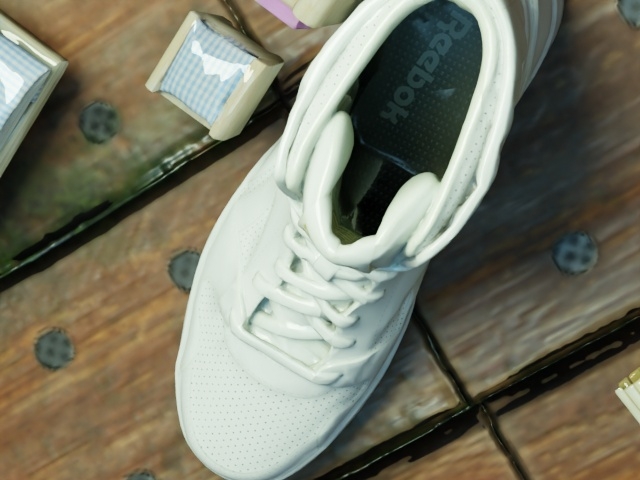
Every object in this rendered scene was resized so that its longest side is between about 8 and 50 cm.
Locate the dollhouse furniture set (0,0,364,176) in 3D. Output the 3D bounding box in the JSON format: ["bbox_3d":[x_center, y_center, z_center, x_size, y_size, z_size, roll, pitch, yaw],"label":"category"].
[{"bbox_3d":[-0.180,-0.091,0.815,0.286,0.198,0.303,39,107,11],"label":"dollhouse furniture set"}]

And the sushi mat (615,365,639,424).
[{"bbox_3d":[0.286,0.147,0.865,0.151,0.019,0.316,-37,91,19],"label":"sushi mat"}]

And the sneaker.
[{"bbox_3d":[0.000,0.000,0.825,0.108,0.169,0.292,29,108,4],"label":"sneaker"}]
